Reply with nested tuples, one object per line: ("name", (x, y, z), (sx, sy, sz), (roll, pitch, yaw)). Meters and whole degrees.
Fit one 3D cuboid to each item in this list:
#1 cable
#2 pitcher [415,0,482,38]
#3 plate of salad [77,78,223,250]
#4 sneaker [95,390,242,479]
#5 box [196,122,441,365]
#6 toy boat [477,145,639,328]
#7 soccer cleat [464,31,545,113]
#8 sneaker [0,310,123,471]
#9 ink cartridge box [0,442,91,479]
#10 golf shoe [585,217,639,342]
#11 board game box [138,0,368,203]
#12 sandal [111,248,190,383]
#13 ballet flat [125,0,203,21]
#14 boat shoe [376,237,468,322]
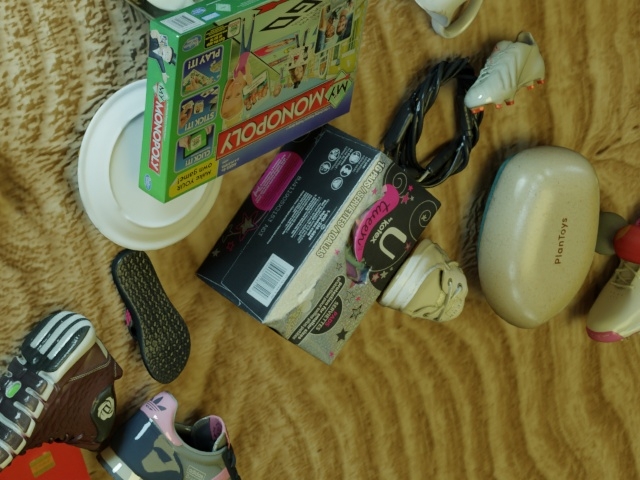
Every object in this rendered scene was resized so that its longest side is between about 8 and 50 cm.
("cable", (0.164, -0.155, 1.915), (0.150, 0.047, 0.184), (22, 96, -44))
("pitcher", (0.197, -0.355, 1.805), (0.207, 0.125, 0.178), (-47, 155, 3))
("plate of salad", (-0.195, -0.088, 1.653), (0.200, 0.048, 0.200), (-11, 108, -39))
("sneaker", (-0.136, 0.301, 1.854), (0.131, 0.112, 0.319), (-53, 135, -1))
("box", (0.000, 0.000, 1.777), (0.142, 0.163, 0.247), (36, 87, -42))
("toy boat", (0.351, -0.004, 2.099), (0.318, 0.148, 0.267), (4, 104, -33))
("soccer cleat", (0.238, -0.221, 1.909), (0.196, 0.068, 0.076), (-34, 110, -53))
("sneaker", (-0.327, 0.230, 1.668), (0.281, 0.106, 0.162), (-48, 136, -11))
("ink cartridge box", (-0.377, 0.394, 1.735), (0.296, 0.066, 0.261), (-31, 129, -25))
("golf shoe", (0.508, 0.031, 2.266), (0.306, 0.115, 0.140), (-43, 122, -23))
("board game box", (-0.069, -0.192, 1.631), (0.317, 0.046, 0.213), (-30, 141, -40))
("sandal", (-0.207, 0.089, 1.744), (0.067, 0.040, 0.179), (-32, 114, -30))
("ballet flat", (-0.147, -0.253, 1.585), (0.248, 0.086, 0.086), (26, 94, -44))
("boat shoe", (0.148, 0.060, 1.884), (0.098, 0.096, 0.277), (-52, 170, 13))
